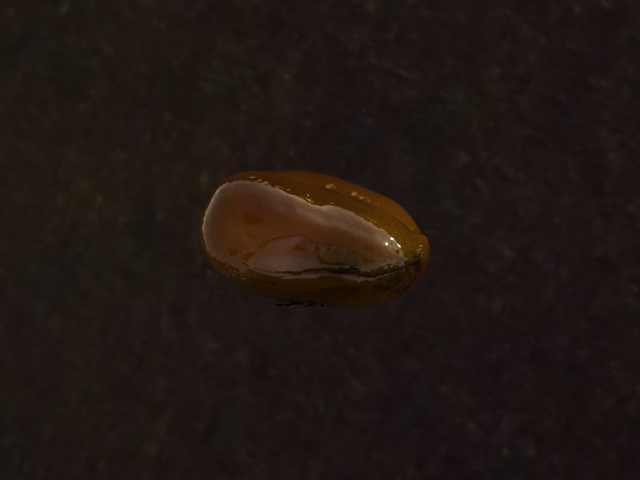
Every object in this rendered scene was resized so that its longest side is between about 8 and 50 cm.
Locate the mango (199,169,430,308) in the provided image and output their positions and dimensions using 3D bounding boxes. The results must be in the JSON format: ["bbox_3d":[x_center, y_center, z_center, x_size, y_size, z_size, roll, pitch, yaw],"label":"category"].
[{"bbox_3d":[-0.002,0.003,0.951,0.159,0.105,0.084,21,119,19],"label":"mango"}]
